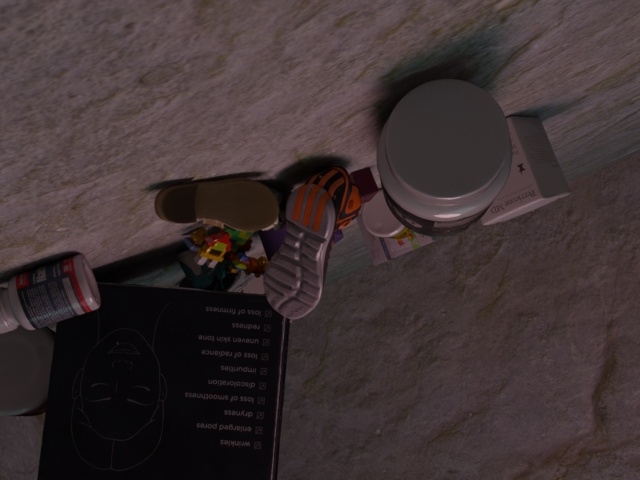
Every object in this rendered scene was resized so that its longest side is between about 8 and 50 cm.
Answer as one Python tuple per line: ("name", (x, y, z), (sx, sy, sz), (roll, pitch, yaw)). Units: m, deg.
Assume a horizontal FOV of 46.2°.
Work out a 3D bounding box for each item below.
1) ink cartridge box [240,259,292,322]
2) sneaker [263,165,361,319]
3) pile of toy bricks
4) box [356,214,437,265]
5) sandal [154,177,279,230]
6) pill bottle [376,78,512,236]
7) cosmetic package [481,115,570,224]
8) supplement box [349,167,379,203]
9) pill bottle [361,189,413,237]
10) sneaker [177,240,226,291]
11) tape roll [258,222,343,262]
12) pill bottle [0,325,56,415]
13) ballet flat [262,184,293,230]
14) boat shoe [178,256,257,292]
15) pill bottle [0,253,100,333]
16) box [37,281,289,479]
("ink cartridge box", (-0.189, 0.174, 2.222), (0.148, 0.203, 0.086), (-15, 171, -32))
("sneaker", (0.000, 0.000, 1.428), (0.180, 0.124, 0.321), (-44, 161, -50))
("pile of toy bricks", (-0.176, -0.001, 1.555), (0.105, 0.118, 0.212), (-51, 144, 15))
("box", (0.201, -0.032, 2.005), (0.186, 0.145, 0.038), (-24, 172, 28))
("sandal", (-0.180, -0.065, 1.233), (0.079, 0.088, 0.240), (15, -169, 43))
("pill bottle", (0.194, -0.122, 1.203), (0.204, 0.204, 0.361), (-20, 171, 4))
("cosmetic package", (0.404, -0.148, 1.590), (0.151, 0.184, 0.151), (-27, 169, 38))
("supplement box", (0.082, -0.109, 1.546), (0.043, 0.055, 0.083), (-19, 172, -14))
("pill bottle", (0.183, -0.062, 1.863), (0.117, 0.117, 0.208), (-22, 171, 17))
("sneaker", (-0.271, 0.079, 1.743), (0.107, 0.110, 0.275), (-20, 172, 0))
("tape roll", (-0.046, -0.014, 1.775), (0.189, 0.080, 0.189), (-20, 172, -3))
("pill bottle", (-0.714, 0.312, 1.814), (0.224, 0.224, 0.392), (-18, 171, -14))
("ballet flat", (-0.094, -0.056, 1.383), (0.077, 0.079, 0.221), (-20, 172, 20))
("boat shoe", (-0.282, 0.127, 2.019), (0.103, 0.118, 0.320), (-6, 157, -44))
("pill bottle", (-0.501, 0.101, 1.356), (0.180, 0.108, 0.108), (-19, 172, -8))
("box", (-0.317, 0.347, 1.627), (0.480, 0.472, 0.297), (5, 170, 0))
